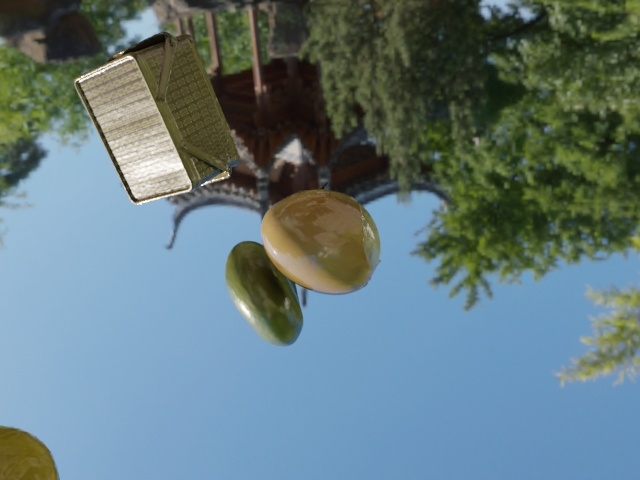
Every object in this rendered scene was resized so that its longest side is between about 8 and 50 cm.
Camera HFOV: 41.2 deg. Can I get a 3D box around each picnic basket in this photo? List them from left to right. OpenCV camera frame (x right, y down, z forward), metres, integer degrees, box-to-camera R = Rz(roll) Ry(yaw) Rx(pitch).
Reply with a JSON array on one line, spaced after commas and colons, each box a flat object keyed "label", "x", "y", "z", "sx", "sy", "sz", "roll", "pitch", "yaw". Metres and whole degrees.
[{"label": "picnic basket", "x": -0.169, "y": -0.125, "z": 0.893, "sx": 0.115, "sy": 0.164, "sz": 0.079, "roll": -10, "pitch": -161, "yaw": 40}]

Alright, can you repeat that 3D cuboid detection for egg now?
[{"label": "egg", "x": 0.000, "y": 0.000, "z": 1.647, "sx": 0.245, "sy": 0.201, "sz": 0.201, "roll": 16, "pitch": -166, "yaw": -25}]

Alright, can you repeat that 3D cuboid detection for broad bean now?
[{"label": "broad bean", "x": -0.117, "y": 0.108, "z": 1.791, "sx": 0.119, "sy": 0.238, "sz": 0.291, "roll": -27, "pitch": -168, "yaw": 3}]

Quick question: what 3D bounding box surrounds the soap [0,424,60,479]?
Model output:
[{"label": "soap", "x": -0.449, "y": 0.344, "z": 0.952, "sx": 0.428, "sy": 0.115, "sz": 0.306, "roll": -8, "pitch": -136, "yaw": 40}]

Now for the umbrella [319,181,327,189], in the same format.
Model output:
[{"label": "umbrella", "x": -0.024, "y": -0.073, "z": 1.742, "sx": 0.013, "sy": 0.122, "sz": 0.022, "roll": 49, "pitch": -169, "yaw": 27}]
